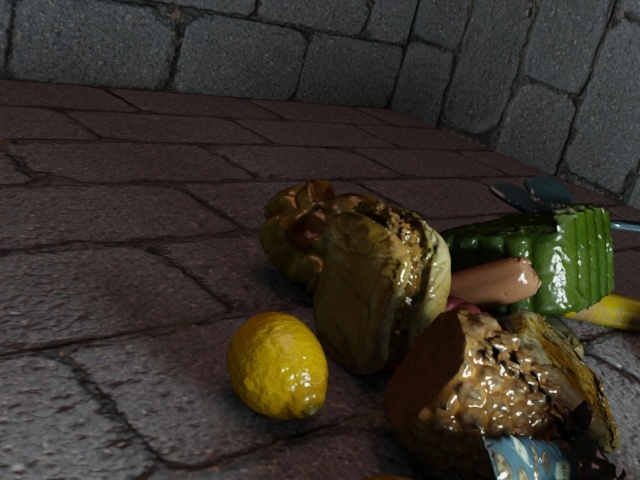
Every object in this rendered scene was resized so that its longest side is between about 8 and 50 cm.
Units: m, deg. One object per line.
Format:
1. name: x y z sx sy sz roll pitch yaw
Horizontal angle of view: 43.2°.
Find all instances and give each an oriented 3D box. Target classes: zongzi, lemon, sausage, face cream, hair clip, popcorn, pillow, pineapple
1. zongzi: 0.409 0.192 1.581 0.176 0.078 0.160 4 13 -8
2. lemon: -0.059 0.184 1.159 0.142 0.142 0.187 0 34 -36
3. sausage: 0.265 0.099 1.510 0.289 0.086 0.086 -18 5 26
4. face cream: 0.686 0.164 1.860 0.273 0.078 0.078 12 19 -7
5. hair clip: 0.570 0.007 1.977 0.318 0.238 0.392 -2 24 -37
6. popcorn: 0.000 0.000 1.639 0.265 0.225 0.332 23 -5 -11
7. pillow: 0.261 0.314 0.914 0.255 0.034 0.189 21 50 -51
8. pineapple: 0.278 0.261 1.128 0.357 0.223 0.223 32 16 -10

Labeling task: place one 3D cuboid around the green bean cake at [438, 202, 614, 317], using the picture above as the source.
1. green bean cake: 0.411 0.038 1.666 0.319 0.218 0.335 -2 0 36

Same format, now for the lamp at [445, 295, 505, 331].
1. lamp: 0.241 0.177 1.407 0.182 0.140 0.182 32 -4 2

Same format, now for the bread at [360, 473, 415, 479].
1. bread: 0.118 0.349 0.875 0.235 0.099 0.210 20 19 14

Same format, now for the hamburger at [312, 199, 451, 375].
1. hamburger: 0.100 0.080 1.344 0.144 0.283 0.259 -6 30 -28

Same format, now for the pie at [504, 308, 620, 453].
1. pie: 0.402 0.229 1.337 0.274 0.055 0.274 41 21 -19
